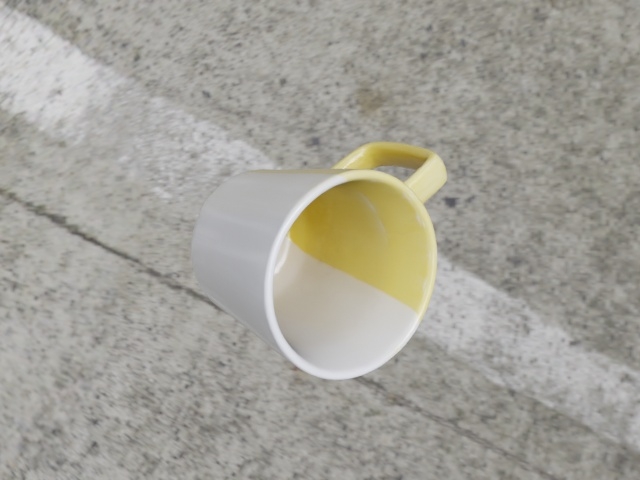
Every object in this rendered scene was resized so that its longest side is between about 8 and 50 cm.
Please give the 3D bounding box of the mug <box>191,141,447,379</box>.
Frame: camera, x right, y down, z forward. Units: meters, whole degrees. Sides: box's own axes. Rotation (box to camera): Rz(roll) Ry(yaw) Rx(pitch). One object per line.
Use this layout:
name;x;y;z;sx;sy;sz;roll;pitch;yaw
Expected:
mug;-0.002;0.004;0.388;0.078;0.064;0.062;-10;106;-35
